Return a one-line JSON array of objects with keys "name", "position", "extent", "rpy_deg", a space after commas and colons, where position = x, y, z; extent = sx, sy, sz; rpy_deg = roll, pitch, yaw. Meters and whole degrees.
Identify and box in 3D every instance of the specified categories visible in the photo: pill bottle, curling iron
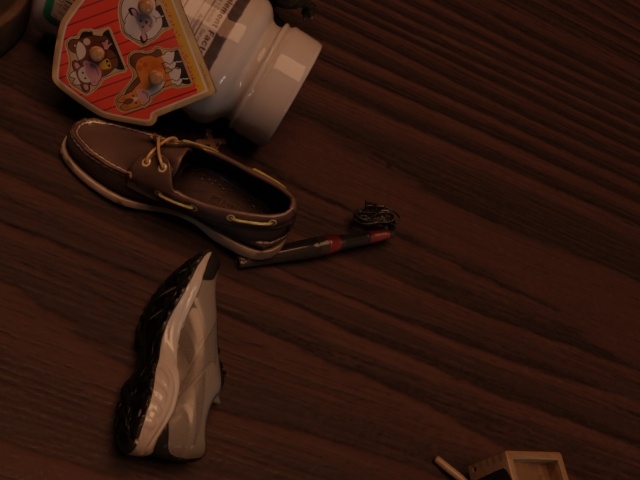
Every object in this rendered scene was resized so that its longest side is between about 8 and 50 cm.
[{"name": "pill bottle", "position": [-0.194, -0.293, 1.148], "extent": [0.361, 0.204, 0.204], "rpy_deg": [30, 50, -9]}, {"name": "curling iron", "position": [0.000, 0.000, 1.174], "extent": [0.274, 0.035, 0.068], "rpy_deg": [-19, 49, -31]}]

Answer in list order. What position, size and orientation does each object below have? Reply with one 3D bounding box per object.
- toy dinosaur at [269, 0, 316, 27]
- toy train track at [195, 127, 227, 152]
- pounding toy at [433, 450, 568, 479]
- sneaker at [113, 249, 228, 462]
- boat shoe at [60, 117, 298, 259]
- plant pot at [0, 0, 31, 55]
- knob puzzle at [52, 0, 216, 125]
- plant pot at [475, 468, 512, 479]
[{"name": "toy dinosaur", "position": [-0.077, -0.408, 1.289], "extent": [0.160, 0.314, 0.121], "rpy_deg": [15, 78, -47]}, {"name": "toy train track", "position": [-0.152, -0.132, 1.188], "extent": [0.048, 0.014, 0.083], "rpy_deg": [-7, 64, -31]}, {"name": "pounding toy", "position": [0.242, 0.331, 1.056], "extent": [0.141, 0.100, 0.130], "rpy_deg": [12, 55, -35]}, {"name": "sneaker", "position": [-0.160, 0.134, 0.968], "extent": [0.108, 0.100, 0.271], "rpy_deg": [29, 53, -27]}, {"name": "boat shoe", "position": [-0.184, -0.085, 1.075], "extent": [0.324, 0.096, 0.116], "rpy_deg": [27, 52, -3]}, {"name": "plant pot", "position": [-0.509, -0.421, 1.015], "extent": [0.323, 0.280, 0.323], "rpy_deg": [14, 53, -20]}, {"name": "knob puzzle", "position": [-0.256, -0.236, 1.044], "extent": [0.213, 0.213, 0.030], "rpy_deg": [30, 16, -8]}, {"name": "plant pot", "position": [0.142, 0.388, 0.894], "extent": [0.167, 0.188, 0.187], "rpy_deg": [-9, 56, -19]}]
